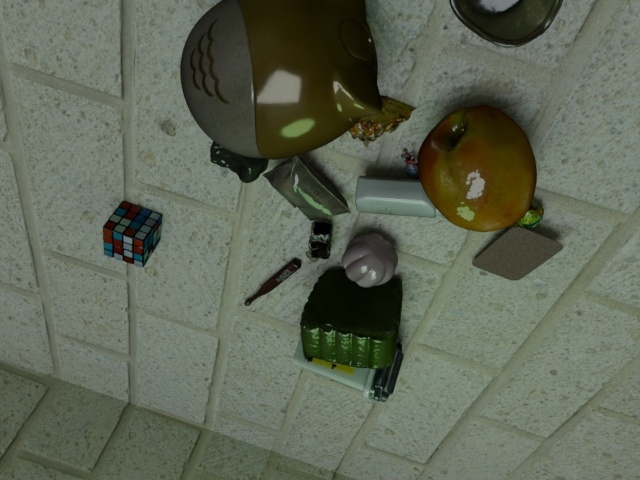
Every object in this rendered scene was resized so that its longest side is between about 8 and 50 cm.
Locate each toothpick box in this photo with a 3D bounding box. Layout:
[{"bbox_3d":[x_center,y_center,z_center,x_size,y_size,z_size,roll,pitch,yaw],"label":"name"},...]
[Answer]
[{"bbox_3d":[-0.074,-0.404,1.414,0.426,0.408,0.408,-10,128,32],"label":"toothpick box"}]

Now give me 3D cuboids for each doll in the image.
[{"bbox_3d":[0.266,-0.211,1.731,0.057,0.039,0.114,-6,130,20],"label":"doll"}]

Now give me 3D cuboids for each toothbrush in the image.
[{"bbox_3d":[-0.185,0.166,2.230,0.041,0.040,0.364,36,133,-16],"label":"toothbrush"}]

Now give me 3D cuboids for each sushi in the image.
[{"bbox_3d":[0.000,0.000,1.977,0.078,0.090,0.150,6,145,3],"label":"sushi"}]

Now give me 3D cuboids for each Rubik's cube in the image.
[{"bbox_3d":[-0.668,-0.022,2.133,0.155,0.154,0.151,19,135,1],"label":"Rubik's cube"}]

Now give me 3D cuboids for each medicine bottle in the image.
[{"bbox_3d":[0.257,-0.126,1.745,0.297,0.111,0.161,6,171,15],"label":"medicine bottle"}]

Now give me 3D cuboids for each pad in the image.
[{"bbox_3d":[0.600,0.046,1.838,0.176,0.002,0.266,20,147,-8],"label":"pad"}]

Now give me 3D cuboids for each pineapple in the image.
[{"bbox_3d":[0.111,-0.306,1.631,0.250,0.139,0.164,18,136,-3],"label":"pineapple"}]

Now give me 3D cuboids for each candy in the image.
[{"bbox_3d":[0.577,-0.026,1.792,0.077,0.073,0.262,23,141,-3],"label":"candy"}]

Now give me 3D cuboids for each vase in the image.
[{"bbox_3d":[0.319,-0.561,1.207,0.330,0.302,0.240,24,135,-3],"label":"vase"}]

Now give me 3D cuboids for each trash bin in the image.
[{"bbox_3d":[0.110,0.442,2.237,0.368,0.255,0.296,13,167,20],"label":"trash bin"}]

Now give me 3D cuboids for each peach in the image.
[{"bbox_3d":[0.411,-0.173,1.533,0.308,0.307,0.332,-25,123,35],"label":"peach"}]

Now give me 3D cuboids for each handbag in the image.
[{"bbox_3d":[-0.047,-0.151,1.840,0.183,0.117,0.270,-10,137,45],"label":"handbag"}]

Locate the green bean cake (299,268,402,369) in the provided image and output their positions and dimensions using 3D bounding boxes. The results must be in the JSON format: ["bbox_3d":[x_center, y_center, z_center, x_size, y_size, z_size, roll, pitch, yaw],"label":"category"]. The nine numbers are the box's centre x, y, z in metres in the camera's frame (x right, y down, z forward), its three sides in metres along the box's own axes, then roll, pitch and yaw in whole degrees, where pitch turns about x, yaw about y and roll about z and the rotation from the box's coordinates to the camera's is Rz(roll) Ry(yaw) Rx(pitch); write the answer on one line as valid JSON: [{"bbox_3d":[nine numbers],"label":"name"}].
[{"bbox_3d":[0.114,0.275,2.028,0.320,0.335,0.218,8,132,15],"label":"green bean cake"}]

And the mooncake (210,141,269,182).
[{"bbox_3d":[-0.239,-0.248,1.775,0.169,0.175,0.104,-8,141,-33],"label":"mooncake"}]

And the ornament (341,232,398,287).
[{"bbox_3d":[0.156,0.067,1.936,0.178,0.177,0.177,9,134,10],"label":"ornament"}]
